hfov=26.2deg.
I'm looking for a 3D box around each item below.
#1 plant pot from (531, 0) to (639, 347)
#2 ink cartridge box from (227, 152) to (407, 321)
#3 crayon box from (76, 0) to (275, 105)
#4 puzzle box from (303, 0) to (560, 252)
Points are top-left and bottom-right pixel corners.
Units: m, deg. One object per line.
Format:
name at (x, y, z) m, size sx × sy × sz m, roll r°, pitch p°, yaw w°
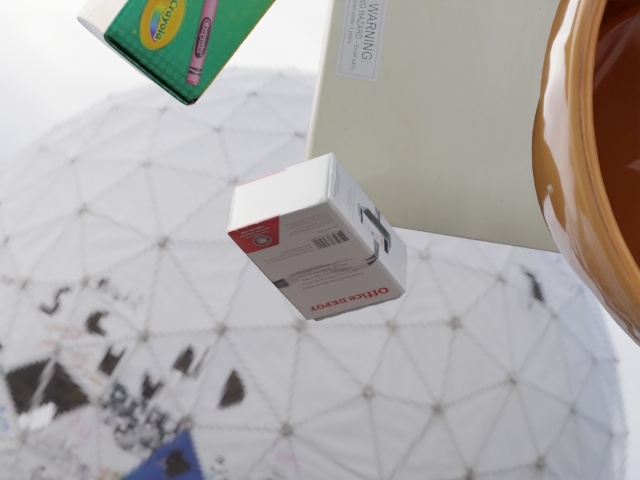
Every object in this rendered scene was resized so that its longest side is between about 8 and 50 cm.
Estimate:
plant pot at (0.232, -0.051, 0.688) m, size 0.291 × 0.291 × 0.203 m, roll 31°, pitch -7°, yaw -6°
ink cartridge box at (0.000, 0.000, 1.154) m, size 0.099 × 0.056 × 0.135 m, roll -17°, pitch -44°, yaw 25°
crayon box at (-0.052, -0.236, 0.976) m, size 0.081 × 0.278 × 0.165 m, roll 38°, pitch 1°, yaw -21°
puzzle box at (0.142, -0.205, 1.299) m, size 0.272 × 0.409 × 0.052 m, roll 9°, pitch -1°, yaw -8°
